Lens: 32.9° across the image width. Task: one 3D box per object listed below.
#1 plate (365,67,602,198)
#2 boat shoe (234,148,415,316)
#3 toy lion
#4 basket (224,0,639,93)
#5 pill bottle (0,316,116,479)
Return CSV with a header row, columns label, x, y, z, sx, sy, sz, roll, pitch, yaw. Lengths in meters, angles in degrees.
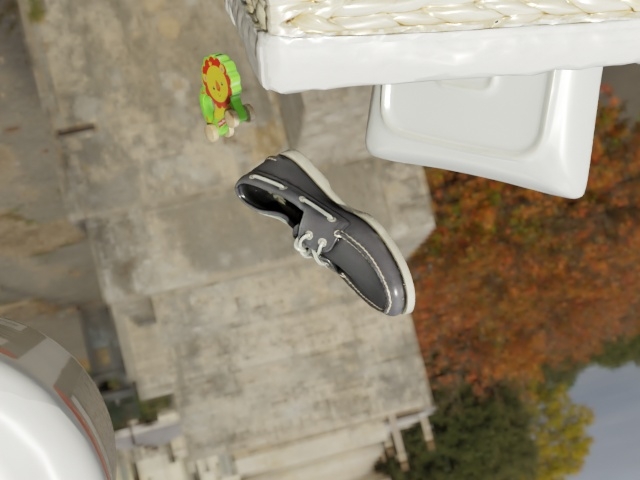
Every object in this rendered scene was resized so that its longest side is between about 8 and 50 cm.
label,x,y,z,sx,sy,sz,roll,pitch,yaw
plate,0.167,-0.201,1.166,0.277,0.278,0.045,16,-161,33
boat shoe,0.000,0.000,0.908,0.065,0.206,0.075,-22,139,-26
toy lion,-0.123,-0.180,1.333,0.034,0.096,0.100,-22,180,-32
basket,0.085,-0.292,0.836,0.331,0.266,0.328,-7,-153,-7
pill bottle,-0.231,0.151,0.668,0.210,0.210,0.363,-13,180,-10
